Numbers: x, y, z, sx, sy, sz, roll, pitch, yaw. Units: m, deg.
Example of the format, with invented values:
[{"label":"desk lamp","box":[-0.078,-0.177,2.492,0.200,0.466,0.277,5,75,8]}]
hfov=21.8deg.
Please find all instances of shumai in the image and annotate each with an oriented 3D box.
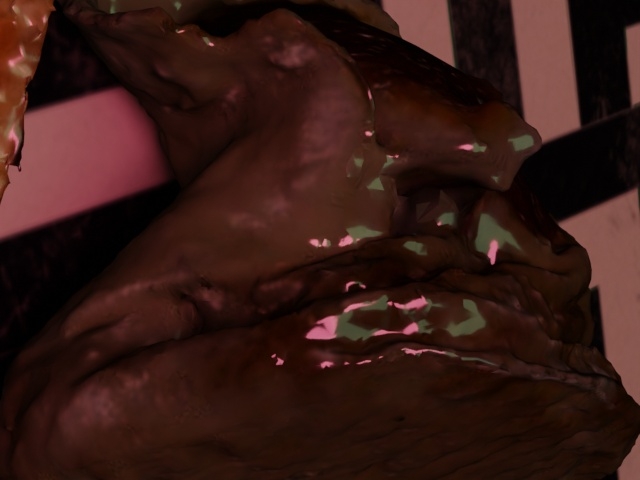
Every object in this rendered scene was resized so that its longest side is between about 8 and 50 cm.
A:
[{"label":"shumai","box":[0.000,0.000,0.833,0.330,0.292,0.288,23,43,-50]}]

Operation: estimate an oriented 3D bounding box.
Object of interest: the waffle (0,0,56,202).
[{"label":"waffle","box":[-0.191,-0.176,0.678,0.213,0.091,0.308,22,82,-43]}]
